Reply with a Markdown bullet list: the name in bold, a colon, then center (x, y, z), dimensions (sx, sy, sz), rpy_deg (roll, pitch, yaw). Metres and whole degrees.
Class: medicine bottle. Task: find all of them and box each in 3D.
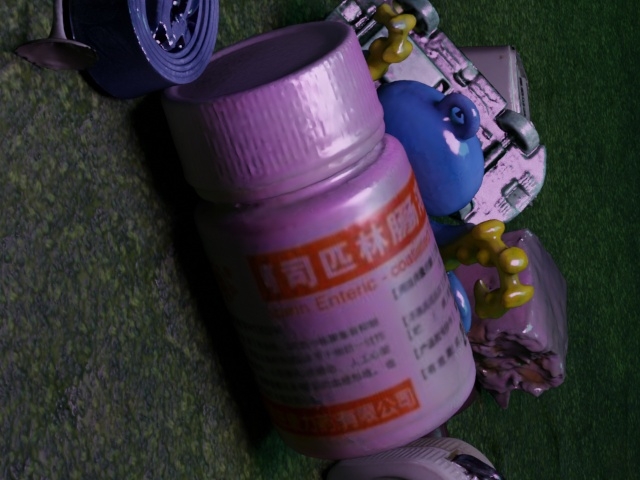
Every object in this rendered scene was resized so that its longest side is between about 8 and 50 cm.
- **medicine bottle**: center (0.000, 0.000, 1.497), dimensions (0.219, 0.219, 0.388), rpy_deg (-54, 130, -57)

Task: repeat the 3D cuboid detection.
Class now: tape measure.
- **tape measure**: center (0.125, 0.332, 1.663), dimensions (0.115, 0.207, 0.235), rpy_deg (-23, 101, -55)

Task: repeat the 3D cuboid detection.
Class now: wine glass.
- **wine glass**: center (-0.220, -0.274, 1.307), dimensions (0.074, 0.074, 0.262), rpy_deg (30, 54, -59)

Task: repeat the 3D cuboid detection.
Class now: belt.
- **belt**: center (-0.159, -0.221, 1.398), dimensions (0.141, 0.082, 0.190), rpy_deg (46, 43, -47)

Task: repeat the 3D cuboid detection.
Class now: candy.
- **candy**: center (0.261, 0.101, 2.124), dimensions (0.185, 0.137, 0.195), rpy_deg (52, 35, -46)

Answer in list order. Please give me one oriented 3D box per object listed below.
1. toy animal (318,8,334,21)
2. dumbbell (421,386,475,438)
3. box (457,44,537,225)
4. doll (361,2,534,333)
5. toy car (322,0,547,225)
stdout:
- **toy animal**: center (0.034, -0.213, 1.802), dimensions (0.098, 0.098, 0.137), rpy_deg (53, 49, -45)
- **dumbbell**: center (0.130, 0.267, 1.779), dimensions (0.124, 0.140, 0.225), rpy_deg (-30, 110, -59)
- **box**: center (0.179, -0.132, 1.928), dimensions (0.290, 0.166, 0.220), rpy_deg (20, 67, -79)
- **doll**: center (0.091, -0.059, 1.622), dimensions (0.099, 0.341, 0.346), rpy_deg (-30, 83, -28)
- **toy car**: center (0.116, -0.146, 1.726), dimensions (0.136, 0.125, 0.306), rpy_deg (-44, 98, -14)
